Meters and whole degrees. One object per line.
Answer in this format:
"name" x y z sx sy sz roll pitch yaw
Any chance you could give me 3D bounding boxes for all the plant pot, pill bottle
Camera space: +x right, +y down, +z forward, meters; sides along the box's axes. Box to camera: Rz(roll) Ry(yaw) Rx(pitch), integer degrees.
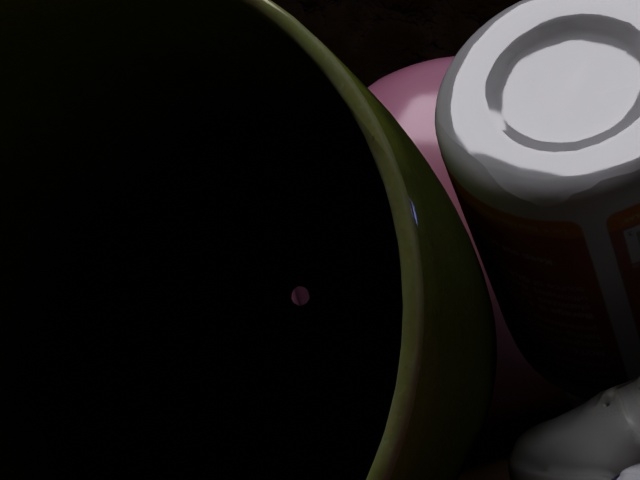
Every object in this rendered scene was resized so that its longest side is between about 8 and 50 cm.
"plant pot" -0.034 0.046 0.852 0.275 0.275 0.293 -15 -13 21
"pill bottle" 0.132 -0.003 0.899 0.121 0.121 0.216 -16 -39 8

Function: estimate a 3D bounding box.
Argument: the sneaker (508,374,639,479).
"sneaker" 0.161 0.057 0.803 0.212 0.094 0.080 -13 6 41

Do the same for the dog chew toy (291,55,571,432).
"dog chew toy" 0.038 0.022 1.152 0.206 0.206 0.332 -19 -3 -37

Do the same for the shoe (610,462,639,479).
"shoe" 0.060 0.115 0.595 0.081 0.063 0.178 -9 10 22
